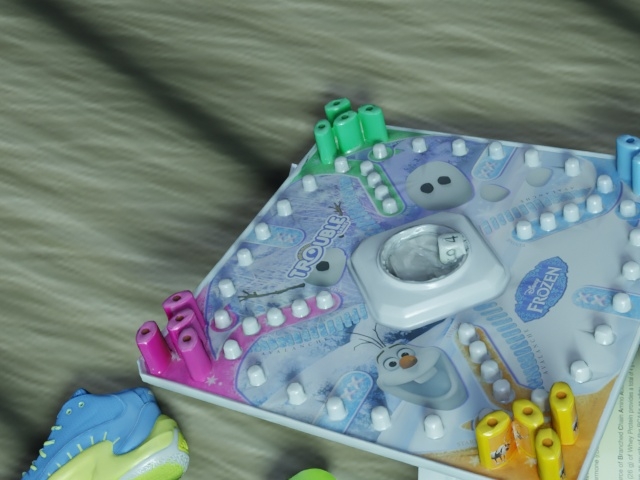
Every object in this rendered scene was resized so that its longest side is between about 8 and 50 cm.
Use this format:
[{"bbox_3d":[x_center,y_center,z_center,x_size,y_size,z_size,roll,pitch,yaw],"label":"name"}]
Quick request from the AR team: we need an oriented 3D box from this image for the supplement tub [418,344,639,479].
[{"bbox_3d":[0.259,0.197,0.837,0.325,0.235,0.235,0,75,17],"label":"supplement tub"}]

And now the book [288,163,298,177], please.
[{"bbox_3d":[0.000,0.000,1.066,0.096,0.035,0.144,12,77,6],"label":"book"}]

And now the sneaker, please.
[{"bbox_3d":[-0.250,0.229,1.017,0.240,0.091,0.126,-26,56,-1],"label":"sneaker"}]

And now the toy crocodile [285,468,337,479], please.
[{"bbox_3d":[0.030,0.371,0.911,0.105,0.115,0.340,-17,62,-26],"label":"toy crocodile"}]

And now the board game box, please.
[{"bbox_3d":[0.090,0.012,0.886,0.390,0.050,0.390,11,46,29],"label":"board game box"}]
